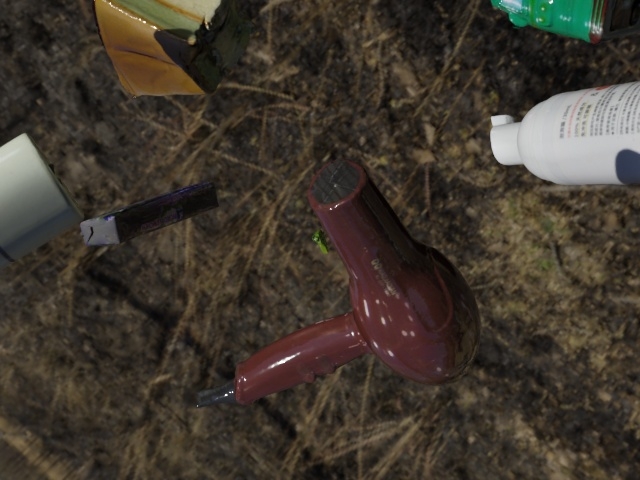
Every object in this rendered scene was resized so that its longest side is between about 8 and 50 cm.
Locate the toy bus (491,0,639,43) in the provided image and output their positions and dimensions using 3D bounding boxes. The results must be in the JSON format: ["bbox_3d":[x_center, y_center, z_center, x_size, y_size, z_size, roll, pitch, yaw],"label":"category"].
[{"bbox_3d":[0.363,-0.371,0.971,0.199,0.344,0.183,27,124,35],"label":"toy bus"}]

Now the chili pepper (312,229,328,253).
[{"bbox_3d":[-0.001,0.000,1.127,0.017,0.030,0.083,1,172,9],"label":"chili pepper"}]

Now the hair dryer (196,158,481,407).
[{"bbox_3d":[-0.020,0.090,0.792,0.312,0.341,0.123,49,-157,-41],"label":"hair dryer"}]

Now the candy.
[{"bbox_3d":[-0.316,-0.052,1.448,0.088,0.312,0.061,-7,102,31],"label":"candy"}]

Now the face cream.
[{"bbox_3d":[0.390,-0.153,1.136,0.145,0.145,0.370,53,158,-20],"label":"face cream"}]

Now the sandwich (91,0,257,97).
[{"bbox_3d":[-0.214,-0.309,1.180,0.198,0.155,0.227,27,157,10],"label":"sandwich"}]

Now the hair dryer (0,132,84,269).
[{"bbox_3d":[-0.452,-0.122,0.857,0.362,0.203,0.128,62,167,-25],"label":"hair dryer"}]
